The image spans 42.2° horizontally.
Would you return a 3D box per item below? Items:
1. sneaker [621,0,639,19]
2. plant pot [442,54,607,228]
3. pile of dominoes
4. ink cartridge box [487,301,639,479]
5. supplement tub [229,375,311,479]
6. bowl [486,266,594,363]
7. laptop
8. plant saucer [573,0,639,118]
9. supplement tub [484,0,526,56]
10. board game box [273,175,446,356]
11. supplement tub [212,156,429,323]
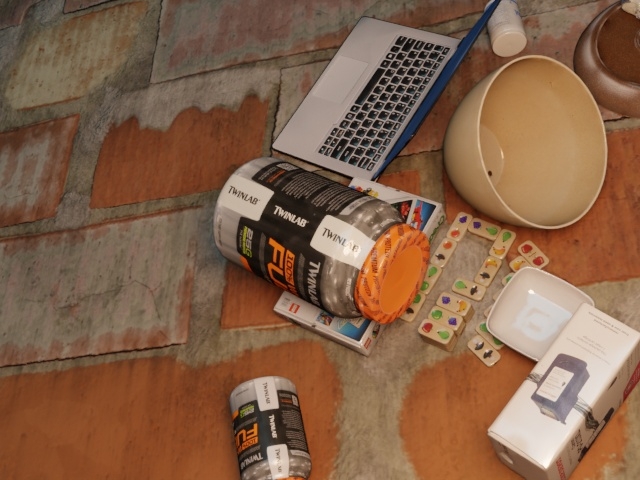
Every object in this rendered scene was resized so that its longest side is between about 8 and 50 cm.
[{"bbox_3d":[0.608,-0.410,1.518,0.135,0.052,0.058,29,78,32],"label":"sneaker"},{"bbox_3d":[0.319,-0.155,1.426,0.191,0.284,0.284,-7,50,60],"label":"plant pot"},{"bbox_3d":[0.263,0.073,1.422,0.196,0.040,0.251,22,71,30],"label":"pile of dominoes"},{"bbox_3d":[0.360,0.235,1.206,0.100,0.172,0.237,33,76,33],"label":"ink cartridge box"},{"bbox_3d":[-0.080,0.328,1.352,0.117,0.117,0.190,-20,55,8],"label":"supplement tub"},{"bbox_3d":[0.352,0.127,1.339,0.142,0.053,0.142,30,74,22],"label":"bowl"},{"bbox_3d":[0.122,-0.328,1.598,0.408,0.236,0.382,23,70,30],"label":"laptop"},{"bbox_3d":[0.629,-0.361,1.541,0.311,0.050,0.310,-9,59,16],"label":"plant saucer"},{"bbox_3d":[0.370,-0.430,1.666,0.071,0.071,0.107,-13,58,13],"label":"supplement tub"},{"bbox_3d":[0.073,0.039,1.506,0.193,0.053,0.305,21,70,31],"label":"board game box"},{"bbox_3d":[0.000,0.000,1.398,0.338,0.207,0.207,24,71,33],"label":"supplement tub"}]
